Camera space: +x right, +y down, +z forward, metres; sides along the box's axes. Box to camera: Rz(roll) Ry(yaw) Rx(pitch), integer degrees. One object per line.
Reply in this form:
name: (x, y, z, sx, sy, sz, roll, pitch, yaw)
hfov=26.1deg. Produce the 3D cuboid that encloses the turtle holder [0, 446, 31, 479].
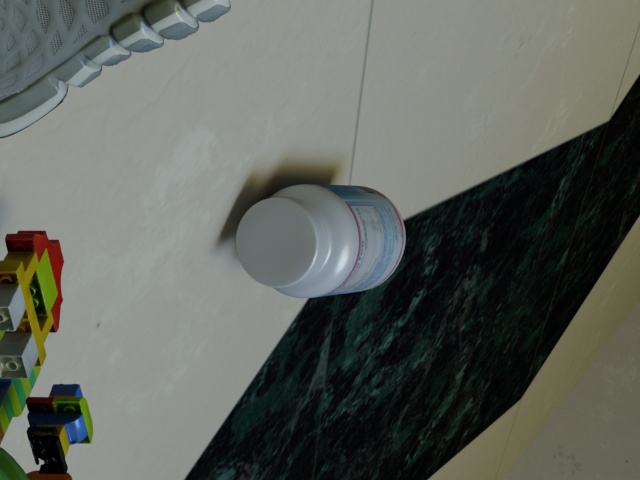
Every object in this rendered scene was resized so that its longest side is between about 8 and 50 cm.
turtle holder: (-0.216, 0.129, 0.536, 0.320, 0.243, 0.227, -44, 140, -13)

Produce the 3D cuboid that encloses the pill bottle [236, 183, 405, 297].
pill bottle: (0.000, 0.000, 1.065, 0.087, 0.087, 0.160, -63, 159, 12)

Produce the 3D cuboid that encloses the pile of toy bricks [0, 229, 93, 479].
pile of toy bricks: (-0.181, 0.083, 0.776, 0.105, 0.118, 0.212, -78, 165, -54)

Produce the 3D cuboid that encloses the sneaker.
sneaker: (-0.111, -0.124, 0.550, 0.228, 0.086, 0.132, -34, 151, 22)
